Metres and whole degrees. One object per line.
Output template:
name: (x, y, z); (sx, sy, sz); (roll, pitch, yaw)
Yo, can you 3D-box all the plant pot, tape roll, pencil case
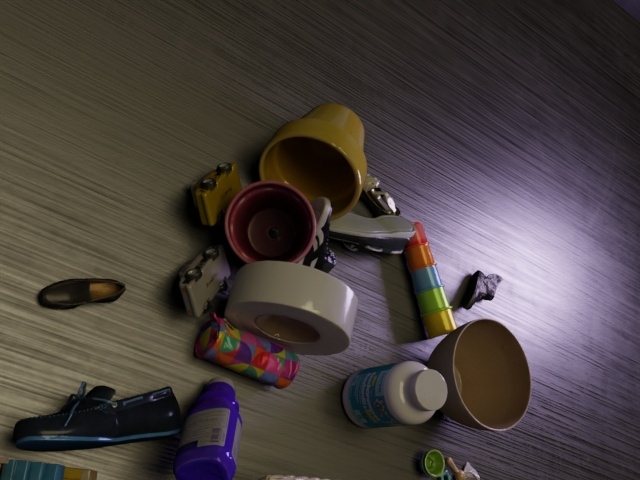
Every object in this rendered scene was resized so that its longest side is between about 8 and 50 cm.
plant pot: (0.003, -0.213, 1.959); (0.254, 0.254, 0.239); (45, 37, -16)
plant pot: (0.381, 0.358, 2.065); (0.284, 0.191, 0.283); (13, 68, -34)
tape roll: (-0.064, 0.153, 1.743); (0.286, 0.286, 0.100); (29, 60, -26)
pencil case: (-0.161, 0.249, 1.754); (0.236, 0.104, 0.104); (30, 59, -29)
plant pot: (-0.113, -0.026, 1.807); (0.202, 0.180, 0.201); (0, 84, -3)

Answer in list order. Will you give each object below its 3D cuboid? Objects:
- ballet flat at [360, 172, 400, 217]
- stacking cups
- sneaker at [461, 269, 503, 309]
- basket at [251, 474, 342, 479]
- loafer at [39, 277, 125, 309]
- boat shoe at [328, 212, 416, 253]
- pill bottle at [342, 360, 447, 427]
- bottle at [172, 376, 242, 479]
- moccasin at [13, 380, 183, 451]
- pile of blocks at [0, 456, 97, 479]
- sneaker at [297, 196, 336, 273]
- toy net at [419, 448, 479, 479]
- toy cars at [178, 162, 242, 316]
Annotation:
ballet flat: (0.146, -0.129, 2.133); (0.203, 0.074, 0.074); (52, 52, -11)
stacking cups: (0.283, 0.106, 2.145); (0.096, 0.096, 0.316); (-12, 80, -39)
sneaker: (0.470, 0.151, 2.292); (0.089, 0.051, 0.170); (39, 52, -15)
basket: (-0.066, 0.641, 1.535); (0.331, 0.267, 0.328); (23, 52, -42)
loafer: (-0.476, 0.100, 1.592); (0.170, 0.061, 0.062); (-9, 81, -38)
boat shoe: (0.114, -0.010, 2.048); (0.303, 0.091, 0.114); (6, 32, -30)
pill bottle: (0.177, 0.361, 1.858); (0.146, 0.264, 0.146); (10, 70, -30)
bottle: (-0.217, 0.380, 1.590); (0.283, 0.118, 0.092); (-90, 165, -66)
moccasin: (-0.428, 0.337, 1.524); (0.342, 0.138, 0.116); (10, 64, -49)
pile of blocks: (-0.557, 0.435, 1.362); (0.362, 0.149, 0.112); (17, 65, -32)
sneaker: (0.000, 0.000, 1.928); (0.121, 0.079, 0.216); (14, 110, -38)
toy net: (0.340, 0.617, 2.039); (0.232, 0.045, 0.122); (21, 63, -30)
toy cars: (-0.261, -0.010, 1.771); (0.176, 0.087, 0.393); (50, 43, -61)
